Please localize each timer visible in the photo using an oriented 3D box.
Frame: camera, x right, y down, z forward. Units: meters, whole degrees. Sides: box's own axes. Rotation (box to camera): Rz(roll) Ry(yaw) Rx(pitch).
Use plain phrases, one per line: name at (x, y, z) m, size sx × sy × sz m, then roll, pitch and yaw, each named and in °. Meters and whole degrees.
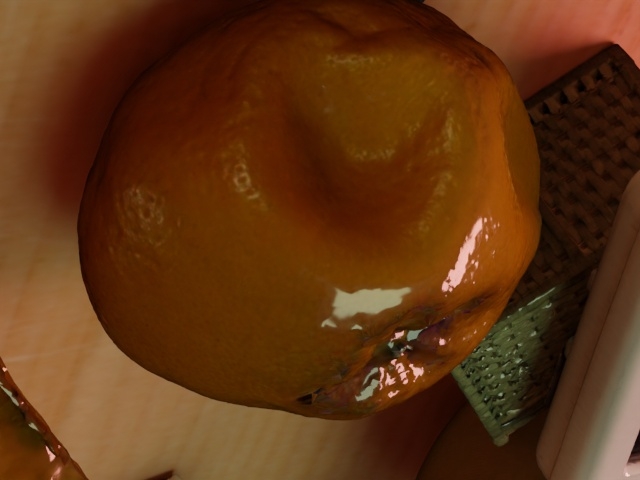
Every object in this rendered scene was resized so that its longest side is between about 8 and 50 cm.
timer at (0.223, 0.043, 1.111) m, size 0.178 × 0.078 × 0.253 m, roll -10°, pitch 137°, yaw -24°

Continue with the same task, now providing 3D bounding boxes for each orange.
orange at (0.000, 0.000, 1.010) m, size 0.249 × 0.183 × 0.249 m, roll -17°, pitch 153°, yaw -9°

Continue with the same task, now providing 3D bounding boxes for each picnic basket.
picnic basket at (0.148, 0.011, 1.193) m, size 0.196 × 0.134 × 0.154 m, roll -33°, pitch 142°, yaw 0°

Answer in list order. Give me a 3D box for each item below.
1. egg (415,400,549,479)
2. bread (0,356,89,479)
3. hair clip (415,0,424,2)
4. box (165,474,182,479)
egg at (0.224, 0.210, 1.346) m, size 0.374 × 0.301 × 0.301 m, roll 9°, pitch 128°, yaw -31°
bread at (-0.220, 0.121, 0.842) m, size 0.215 × 0.398 × 0.398 m, roll -37°, pitch 146°, yaw -12°
hair clip at (-0.027, -0.145, 0.937) m, size 0.275 × 0.048 × 0.083 m, roll 4°, pitch 147°, yaw -42°
box at (-0.184, 0.288, 1.295) m, size 0.252 × 0.106 × 0.203 m, roll -19°, pitch 142°, yaw -16°
